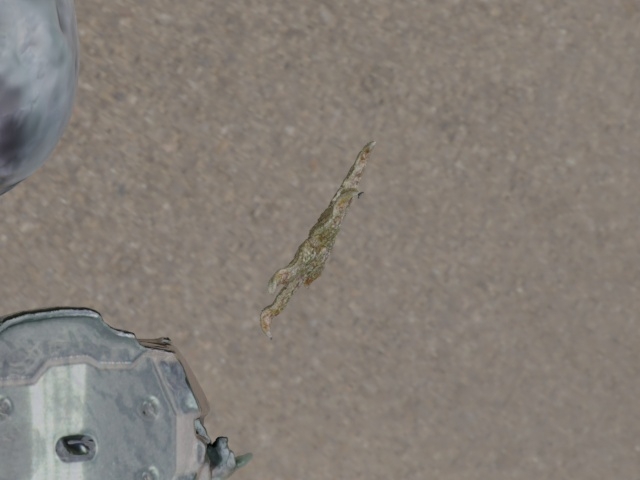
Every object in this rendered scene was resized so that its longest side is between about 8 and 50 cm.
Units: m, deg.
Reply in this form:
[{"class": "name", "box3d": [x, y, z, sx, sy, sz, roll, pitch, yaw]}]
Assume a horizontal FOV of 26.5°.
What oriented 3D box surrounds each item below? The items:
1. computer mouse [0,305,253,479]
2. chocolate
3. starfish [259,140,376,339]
[{"class": "computer mouse", "box3d": [-0.190, 0.149, 1.010, 0.389, 0.115, 0.199, 11, 82, -56]}, {"class": "chocolate", "box3d": [-0.101, -0.080, 0.353, 0.072, 0.167, 0.072, -9, 145, -6]}, {"class": "starfish", "box3d": [0.000, 0.000, 0.561, 0.092, 0.016, 0.086, -60, 177, -2]}]
